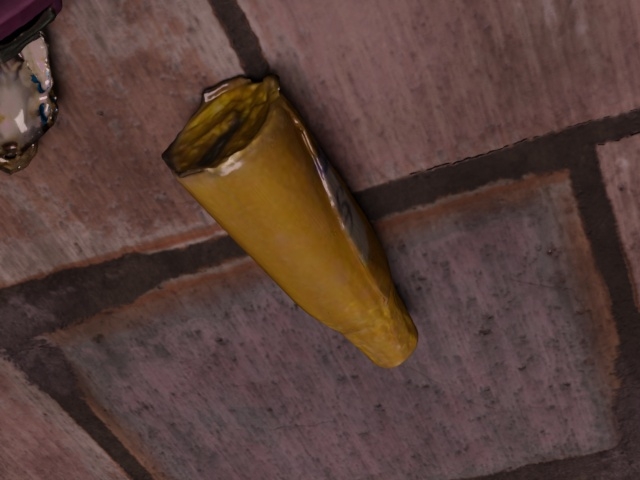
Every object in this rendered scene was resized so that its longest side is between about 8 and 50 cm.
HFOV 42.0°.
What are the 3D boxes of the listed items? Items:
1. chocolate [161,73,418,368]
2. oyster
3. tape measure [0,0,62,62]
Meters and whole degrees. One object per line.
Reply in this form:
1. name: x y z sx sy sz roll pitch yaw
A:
1. chocolate: 0.000 0.000 1.050 0.162 0.162 0.445 -23 129 21
2. oyster: -0.395 -0.197 0.942 0.214 0.083 0.223 24 110 -26
3. tape measure: -0.351 -0.304 0.758 0.149 0.245 0.231 -41 94 -15
